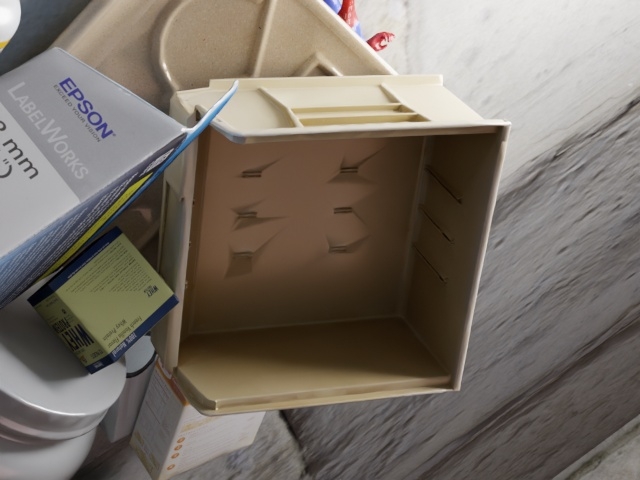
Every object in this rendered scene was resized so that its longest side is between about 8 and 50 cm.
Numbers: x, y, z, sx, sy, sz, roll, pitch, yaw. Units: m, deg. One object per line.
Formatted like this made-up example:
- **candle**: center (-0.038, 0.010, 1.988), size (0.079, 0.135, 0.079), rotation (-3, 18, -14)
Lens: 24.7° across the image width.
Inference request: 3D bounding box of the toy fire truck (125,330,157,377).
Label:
- **toy fire truck**: center (-0.132, -0.002, 1.439), size (0.217, 0.158, 0.246), rotation (-14, 128, -45)

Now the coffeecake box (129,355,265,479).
- **coffeecake box**: center (-0.129, 0.182, 1.687), size (0.142, 0.068, 0.185), rotation (-18, 147, -34)

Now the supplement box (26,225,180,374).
- **supplement box**: center (-0.179, 0.050, 1.211), size (0.083, 0.083, 0.056), rotation (-45, -171, -32)

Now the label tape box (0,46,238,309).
- **label tape box**: center (-0.246, -0.015, 1.041), size (0.347, 0.115, 0.249), rotation (-42, -177, -42)

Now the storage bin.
- **storage bin**: center (0.000, 0.000, 1.259), size (0.260, 0.123, 0.262), rotation (-4, 120, -22)

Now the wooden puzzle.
- **wooden puzzle**: center (-0.105, -0.089, 1.287), size (0.322, 0.080, 0.348), rotation (-46, 125, 6)

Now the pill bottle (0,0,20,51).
- **pill bottle**: center (-0.283, -0.148, 1.016), size (0.208, 0.117, 0.117), rotation (-48, 152, 19)

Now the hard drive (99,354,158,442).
- **hard drive**: center (-0.093, 0.095, 1.726), size (0.353, 0.047, 0.233), rotation (-23, 149, -28)

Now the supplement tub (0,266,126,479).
- **supplement tub**: center (-0.344, 0.170, 1.284), size (0.325, 0.235, 0.235), rotation (-45, 154, 25)

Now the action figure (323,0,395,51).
- **action figure**: center (0.053, -0.181, 1.420), size (0.139, 0.091, 0.280), rotation (-17, 148, -20)
